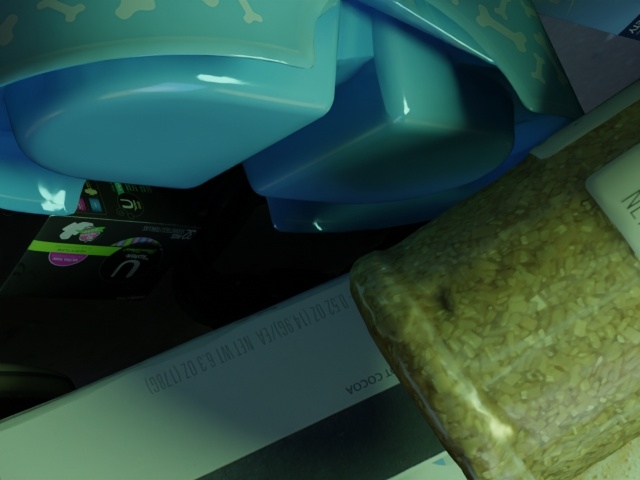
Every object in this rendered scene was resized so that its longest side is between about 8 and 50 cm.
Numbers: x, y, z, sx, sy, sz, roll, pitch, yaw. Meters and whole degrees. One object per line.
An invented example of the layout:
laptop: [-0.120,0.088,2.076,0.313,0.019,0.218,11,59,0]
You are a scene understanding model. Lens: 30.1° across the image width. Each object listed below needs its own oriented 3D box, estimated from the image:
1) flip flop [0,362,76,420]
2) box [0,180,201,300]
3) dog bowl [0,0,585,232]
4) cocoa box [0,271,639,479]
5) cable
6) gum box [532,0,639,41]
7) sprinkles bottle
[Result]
flip flop: [-0.253,0.064,0.570,0.277,0.080,0.112,7,145,-20]
box: [-0.113,-0.009,0.571,0.083,0.052,0.062,4,139,-42]
dog bowl: [-0.017,-0.064,0.492,0.297,0.074,0.166,4,161,-40]
cocoa box: [0.023,0.156,0.629,0.347,0.228,0.231,-22,166,-18]
cable: [0.000,0.000,0.675,0.150,0.047,0.184,-41,146,25]
gum box: [0.133,-0.167,0.516,0.184,0.041,0.157,4,139,-41]
sprinkles bottle: [0.187,-0.035,0.453,0.355,0.121,0.121,-33,150,4]
